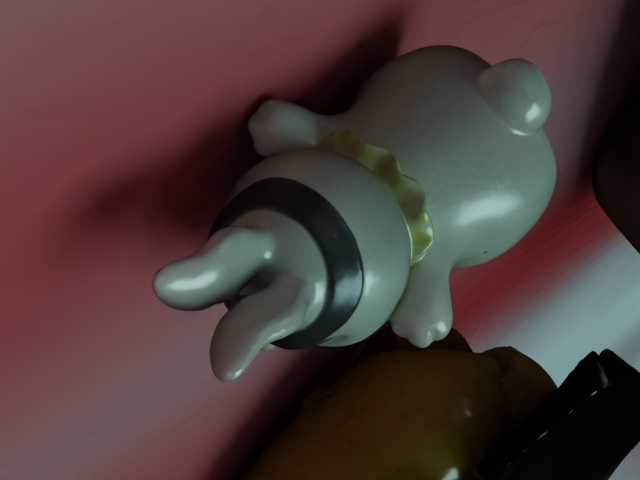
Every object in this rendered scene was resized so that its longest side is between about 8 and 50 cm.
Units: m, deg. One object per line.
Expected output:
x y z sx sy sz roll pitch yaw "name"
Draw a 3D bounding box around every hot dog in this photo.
0.002 0.144 0.577 0.326 0.107 0.194 -43 151 6 "hot dog"

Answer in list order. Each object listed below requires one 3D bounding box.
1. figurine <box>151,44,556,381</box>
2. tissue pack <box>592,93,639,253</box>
0.007 0.008 0.369 0.146 0.081 0.098 -38 157 -32 "figurine"
0.321 -0.087 0.602 0.267 0.277 0.387 -45 160 -22 "tissue pack"
